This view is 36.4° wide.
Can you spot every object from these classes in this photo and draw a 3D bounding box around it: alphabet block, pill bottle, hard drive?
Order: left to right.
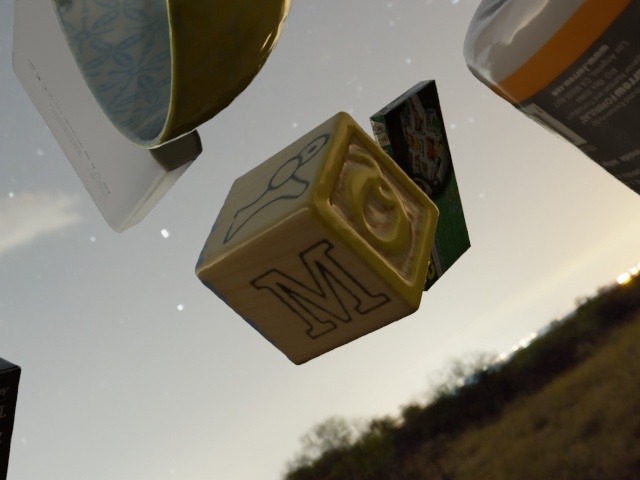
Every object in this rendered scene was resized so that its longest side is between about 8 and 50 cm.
[{"bbox_3d":[-0.222,-0.139,0.946,0.047,0.233,0.353,-32,3,-19],"label":"hard drive"},{"bbox_3d":[0.000,0.000,1.170,0.197,0.193,0.192,-29,30,36],"label":"alphabet block"},{"bbox_3d":[0.221,-0.072,0.466,0.162,0.278,0.162,-55,7,10],"label":"pill bottle"}]

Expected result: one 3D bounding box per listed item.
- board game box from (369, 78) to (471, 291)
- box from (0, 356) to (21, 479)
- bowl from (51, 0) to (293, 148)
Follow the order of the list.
[{"bbox_3d":[0.142,-0.075,1.332,0.030,0.259,0.136,2,28,36],"label":"board game box"},{"bbox_3d":[-0.461,0.259,0.843,0.343,0.179,0.312,-10,-66,-60],"label":"box"},{"bbox_3d":[-0.089,-0.221,0.658,0.156,0.289,0.289,-20,-17,-24],"label":"bowl"}]
